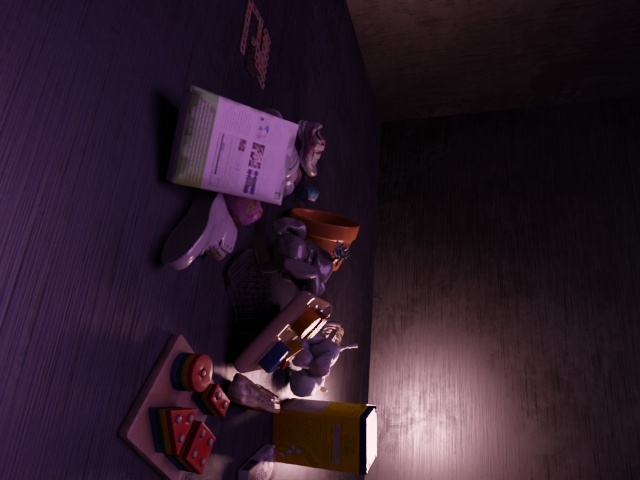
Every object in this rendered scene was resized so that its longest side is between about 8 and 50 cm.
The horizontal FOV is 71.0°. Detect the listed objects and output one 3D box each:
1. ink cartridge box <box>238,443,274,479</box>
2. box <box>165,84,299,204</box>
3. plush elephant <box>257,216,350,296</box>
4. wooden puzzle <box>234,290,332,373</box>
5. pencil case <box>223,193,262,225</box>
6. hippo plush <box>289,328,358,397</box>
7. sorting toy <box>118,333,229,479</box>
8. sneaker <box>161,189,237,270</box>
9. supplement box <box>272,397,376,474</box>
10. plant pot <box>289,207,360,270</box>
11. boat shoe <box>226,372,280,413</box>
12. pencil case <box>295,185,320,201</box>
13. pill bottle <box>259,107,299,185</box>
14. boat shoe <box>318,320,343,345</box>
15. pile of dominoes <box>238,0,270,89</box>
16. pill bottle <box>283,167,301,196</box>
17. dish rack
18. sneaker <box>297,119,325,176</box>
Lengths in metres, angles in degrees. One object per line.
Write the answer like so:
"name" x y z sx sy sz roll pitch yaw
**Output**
"ink cartridge box" -0.208 0.816 1.478 0.206 0.045 0.209 6 85 -73
"box" -0.217 -0.233 1.157 0.321 0.058 0.233 9 97 -42
"plush elephant" -0.089 0.077 1.569 0.255 0.330 0.272 26 34 -34
"wooden puzzle" -0.092 0.322 1.478 0.322 0.080 0.348 -46 159 -2
"pencil case" -0.253 -0.180 1.275 0.124 0.124 0.284 -68 150 -51
"hippo plush" -0.048 0.499 1.835 0.294 0.234 0.237 -22 142 -56
"sorting toy" -0.320 0.404 1.074 0.257 0.089 0.256 -72 154 -45
"sneaker" -0.291 0.007 1.160 0.293 0.108 0.169 -73 152 -47
"supplement box" 0.019 0.722 1.680 0.194 0.356 0.195 18 72 -71
"plant pot" 0.000 0.000 1.847 0.291 0.290 0.204 -29 132 -70
"boat shoe" -0.199 0.492 1.424 0.285 0.104 0.089 56 40 -59
"pencil case" -0.057 -0.205 1.983 0.070 0.064 0.151 64 19 2
"pill bottle" -0.159 -0.306 1.532 0.264 0.146 0.146 66 29 -52
"boat shoe" 0.037 0.460 2.131 0.355 0.132 0.130 47 45 -63
"pile of dominoes" -0.211 -0.685 1.567 0.196 0.040 0.251 48 44 -64
"pill bottle" -0.132 -0.226 1.711 0.152 0.086 0.086 -65 149 -55
"dish rack" -0.216 0.168 1.443 0.208 0.074 0.272 -54 139 -63
"sneaker" -0.033 -0.410 1.992 0.103 0.111 0.253 -49 135 -65
